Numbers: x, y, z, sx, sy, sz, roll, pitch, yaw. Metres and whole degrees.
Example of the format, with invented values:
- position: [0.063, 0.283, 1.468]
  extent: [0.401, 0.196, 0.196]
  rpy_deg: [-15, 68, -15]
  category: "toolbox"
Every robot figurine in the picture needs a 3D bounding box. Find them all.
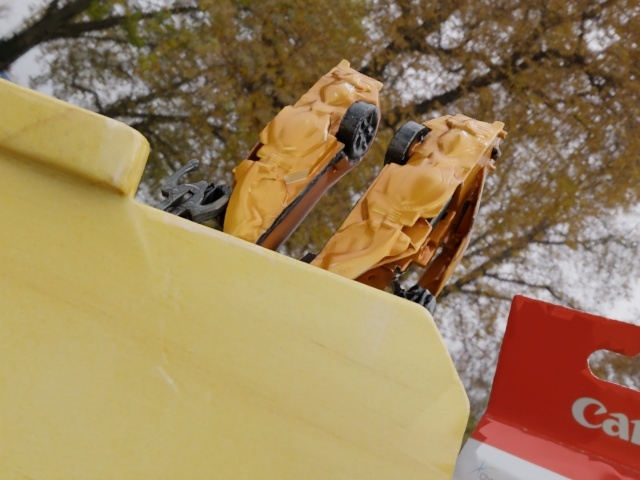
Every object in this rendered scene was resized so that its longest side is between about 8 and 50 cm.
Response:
- position: [0.000, 0.000, 0.509]
  extent: [0.211, 0.291, 0.085]
  rpy_deg: [27, -33, 20]
  category: "robot figurine"

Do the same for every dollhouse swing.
- position: [-0.153, 0.130, 0.418]
  extent: [0.304, 0.347, 0.315]
  rpy_deg: [23, -12, -29]
  category: "dollhouse swing"

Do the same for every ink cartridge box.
- position: [0.151, 0.164, 0.407]
  extent: [0.189, 0.233, 0.066]
  rpy_deg: [14, 8, 37]
  category: "ink cartridge box"
